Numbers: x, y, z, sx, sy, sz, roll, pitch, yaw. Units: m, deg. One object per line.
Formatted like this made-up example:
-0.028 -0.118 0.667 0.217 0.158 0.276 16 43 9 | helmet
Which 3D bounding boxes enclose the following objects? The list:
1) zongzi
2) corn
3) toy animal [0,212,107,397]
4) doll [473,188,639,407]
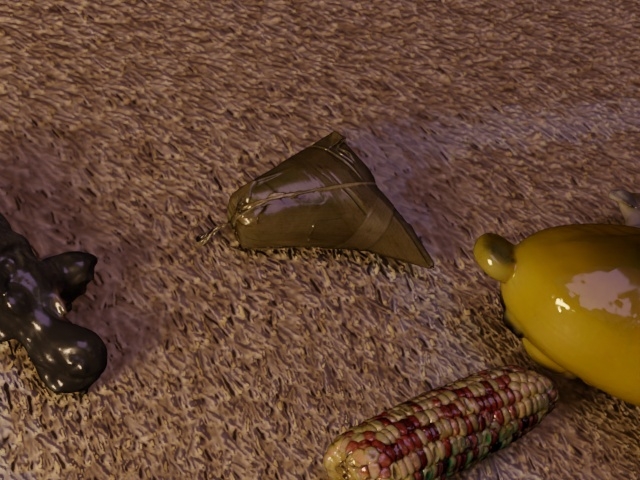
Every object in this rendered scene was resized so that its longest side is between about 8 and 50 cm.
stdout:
0.000 0.000 1.655 0.189 0.081 0.178 -32 77 -31 | zongzi
0.115 0.176 1.531 0.253 0.086 0.086 -22 61 -33 | corn
-0.335 0.008 1.505 0.343 0.106 0.168 24 46 -3 | toy animal
0.381 0.082 1.667 0.423 0.161 0.348 38 36 13 | doll
